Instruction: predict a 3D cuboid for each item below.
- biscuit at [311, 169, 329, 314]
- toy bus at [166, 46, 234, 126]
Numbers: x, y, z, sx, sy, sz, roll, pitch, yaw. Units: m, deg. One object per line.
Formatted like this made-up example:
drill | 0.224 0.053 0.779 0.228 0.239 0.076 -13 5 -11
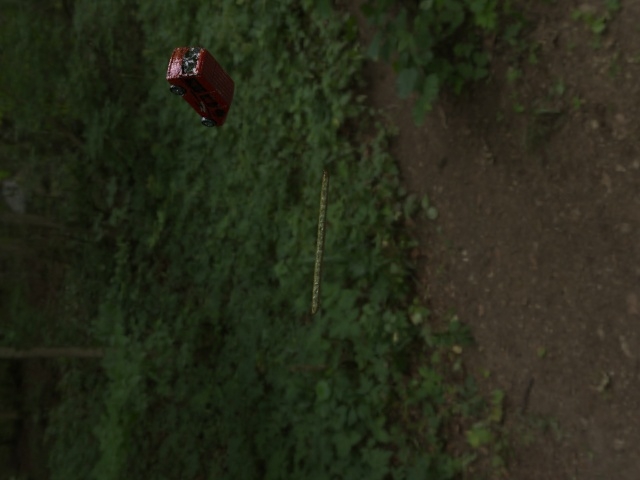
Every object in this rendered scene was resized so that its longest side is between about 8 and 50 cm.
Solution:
biscuit | 0.000 0.000 1.119 0.139 0.016 0.231 -82 -3 -87
toy bus | -0.226 -0.305 1.346 0.195 0.089 0.081 47 -132 -60
